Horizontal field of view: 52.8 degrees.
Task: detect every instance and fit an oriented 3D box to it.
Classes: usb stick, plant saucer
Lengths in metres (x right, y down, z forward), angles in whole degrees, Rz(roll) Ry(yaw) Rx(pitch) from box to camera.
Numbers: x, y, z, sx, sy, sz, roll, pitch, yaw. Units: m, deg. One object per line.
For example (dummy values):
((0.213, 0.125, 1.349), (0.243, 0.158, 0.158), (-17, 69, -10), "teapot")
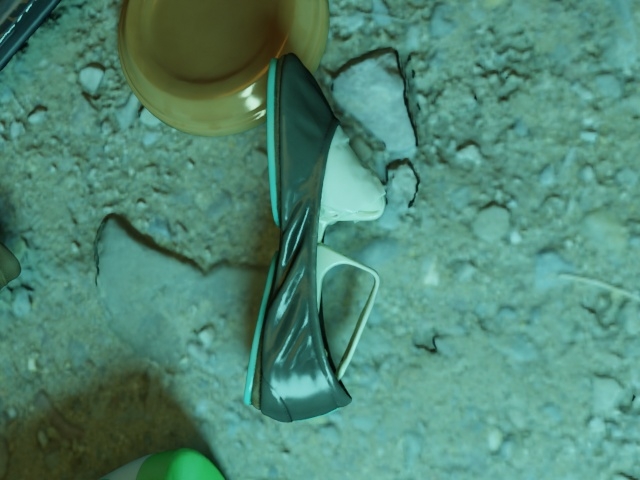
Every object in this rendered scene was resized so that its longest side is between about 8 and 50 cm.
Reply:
((-0.292, -0.204, 0.601), (0.278, 0.045, 0.077), (-46, 37, 4), "usb stick")
((-0.092, -0.193, 0.566), (0.199, 0.037, 0.200), (-2, 82, 12), "plant saucer")

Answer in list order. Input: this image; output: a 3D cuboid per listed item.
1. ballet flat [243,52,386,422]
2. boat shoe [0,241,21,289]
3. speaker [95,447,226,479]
((0.000, 0.000, 0.500), (0.096, 0.095, 0.281), (4, 94, 4), "ballet flat")
((-0.361, -0.035, 0.596), (0.095, 0.095, 0.257), (-31, 66, -28), "boat shoe")
((-0.207, 0.274, 0.490), (0.296, 0.131, 0.131), (-30, 78, 8), "speaker")
